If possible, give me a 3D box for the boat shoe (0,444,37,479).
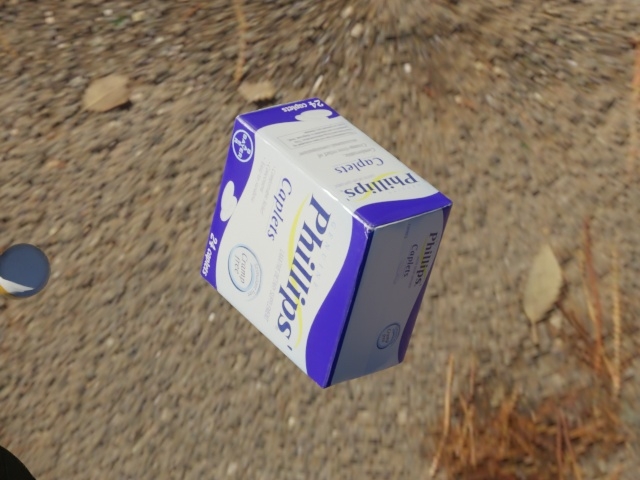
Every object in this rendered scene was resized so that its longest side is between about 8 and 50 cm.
[{"bbox_3d":[-0.149,0.139,0.806,0.048,0.056,0.153,-38,129,18],"label":"boat shoe"}]

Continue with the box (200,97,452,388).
[{"bbox_3d":[0.000,0.000,1.074,0.137,0.072,0.126,40,129,35],"label":"box"}]

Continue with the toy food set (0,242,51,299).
[{"bbox_3d":[-0.300,0.034,1.175,0.232,0.104,0.111,-20,91,-19],"label":"toy food set"}]
